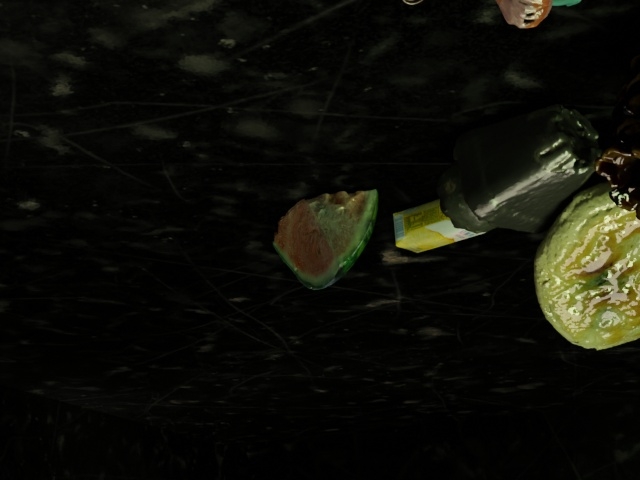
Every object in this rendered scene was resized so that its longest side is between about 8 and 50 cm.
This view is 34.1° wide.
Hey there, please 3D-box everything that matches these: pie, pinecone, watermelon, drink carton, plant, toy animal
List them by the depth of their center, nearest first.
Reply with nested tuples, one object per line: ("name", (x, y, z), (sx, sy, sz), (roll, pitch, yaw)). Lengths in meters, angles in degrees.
("toy animal", (0.182, -0.275, 1.089), (0.208, 0.100, 0.103), (0, -161, -11))
("pinecone", (0.453, -0.128, 1.240), (0.224, 0.272, 0.224), (23, 156, 11))
("plant", (0.276, -0.091, 1.492), (0.164, 0.141, 0.256), (11, 153, -33))
("pie", (0.455, 0.037, 1.508), (0.338, 0.075, 0.337), (-3, 133, -3))
("drink carton", (0.219, -0.037, 1.726), (0.200, 0.074, 0.084), (-19, 154, 36))
("watermelon", (0.016, 0.016, 1.749), (0.128, 0.146, 0.231), (8, 155, -24))
